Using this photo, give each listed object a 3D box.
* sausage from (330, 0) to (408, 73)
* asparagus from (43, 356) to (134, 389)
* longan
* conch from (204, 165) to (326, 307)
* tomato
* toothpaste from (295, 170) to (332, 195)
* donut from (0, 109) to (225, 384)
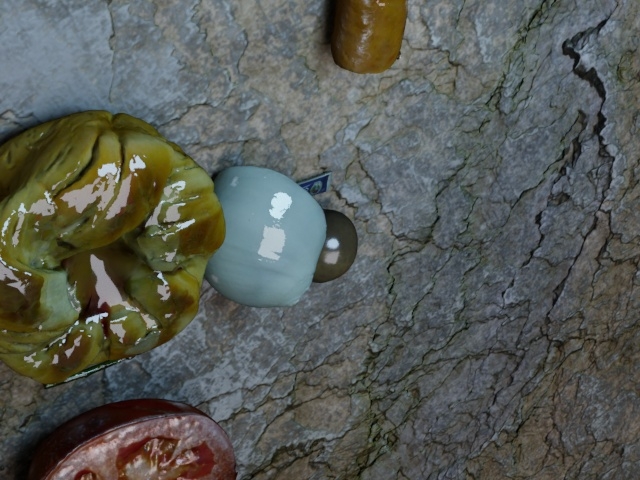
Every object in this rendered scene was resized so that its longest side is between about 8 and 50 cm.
[{"bbox_3d":[0.057,-0.334,1.511,0.109,0.109,0.270,-27,137,-19],"label":"sausage"},{"bbox_3d":[-0.309,0.177,1.709,0.163,0.016,0.016,-20,115,-24],"label":"asparagus"},{"bbox_3d":[0.000,0.000,1.755,0.106,0.106,0.119,-29,97,-17],"label":"longan"},{"bbox_3d":[-0.080,0.002,1.648,0.185,0.121,0.221,-16,131,0],"label":"conch"},{"bbox_3d":[-0.290,0.342,1.768,0.338,0.143,0.338,-19,129,-25],"label":"tomato"},{"bbox_3d":[-0.041,-0.067,1.718,0.140,0.021,0.037,-19,138,-30],"label":"toothpaste"},{"bbox_3d":[-0.286,0.012,1.477,0.360,0.170,0.360,-22,133,-25],"label":"donut"}]
